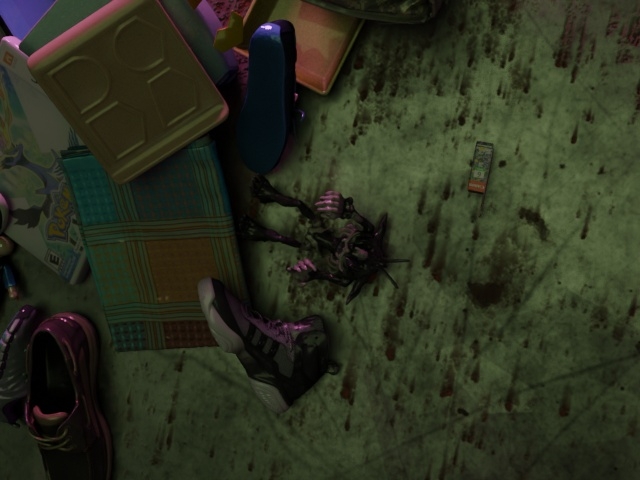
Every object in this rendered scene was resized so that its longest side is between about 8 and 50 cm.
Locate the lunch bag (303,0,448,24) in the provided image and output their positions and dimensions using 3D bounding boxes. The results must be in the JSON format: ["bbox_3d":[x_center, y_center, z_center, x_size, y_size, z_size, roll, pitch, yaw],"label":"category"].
[{"bbox_3d":[0.092,-0.464,1.241,0.287,0.169,0.235,22,73,14],"label":"lunch bag"}]

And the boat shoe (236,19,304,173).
[{"bbox_3d":[-0.067,-0.226,1.318,0.109,0.089,0.258,26,129,11],"label":"boat shoe"}]

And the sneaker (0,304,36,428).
[{"bbox_3d":[-0.538,0.226,1.472,0.098,0.083,0.223,25,98,-11],"label":"sneaker"}]

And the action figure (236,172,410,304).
[{"bbox_3d":[0.000,0.000,1.302,0.276,0.141,0.164,22,93,16],"label":"action figure"}]

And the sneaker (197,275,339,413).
[{"bbox_3d":[-0.077,0.142,1.315,0.153,0.101,0.268,-30,111,2],"label":"sneaker"}]

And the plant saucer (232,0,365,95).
[{"bbox_3d":[-0.024,-0.358,1.356,0.188,0.045,0.188,29,96,12],"label":"plant saucer"}]

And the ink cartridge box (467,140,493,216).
[{"bbox_3d":[0.247,-0.095,1.281,0.029,0.063,0.115,12,92,12],"label":"ink cartridge box"}]

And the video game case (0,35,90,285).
[{"bbox_3d":[-0.478,-0.132,1.415,0.300,0.036,0.329,35,117,11],"label":"video game case"}]

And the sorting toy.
[{"bbox_3d":[-0.241,-0.253,1.212,0.307,0.041,0.229,-32,110,4],"label":"sorting toy"}]

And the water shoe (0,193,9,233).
[{"bbox_3d":[-0.630,-0.015,1.454,0.203,0.080,0.073,-36,90,30],"label":"water shoe"}]

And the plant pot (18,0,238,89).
[{"bbox_3d":[-0.274,-0.310,1.321,0.252,0.247,0.248,43,99,-7],"label":"plant pot"}]

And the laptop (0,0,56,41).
[{"bbox_3d":[-0.499,-0.469,1.421,0.136,0.264,0.234,-30,82,-25],"label":"laptop"}]

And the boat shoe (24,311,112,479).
[{"bbox_3d":[-0.453,0.305,1.410,0.132,0.130,0.355,-9,88,13],"label":"boat shoe"}]

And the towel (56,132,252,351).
[{"bbox_3d":[-0.263,0.014,1.348,0.271,0.040,0.370,-5,110,14],"label":"towel"}]

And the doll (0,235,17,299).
[{"bbox_3d":[-0.604,0.081,1.490,0.129,0.046,0.189,23,89,22],"label":"doll"}]
